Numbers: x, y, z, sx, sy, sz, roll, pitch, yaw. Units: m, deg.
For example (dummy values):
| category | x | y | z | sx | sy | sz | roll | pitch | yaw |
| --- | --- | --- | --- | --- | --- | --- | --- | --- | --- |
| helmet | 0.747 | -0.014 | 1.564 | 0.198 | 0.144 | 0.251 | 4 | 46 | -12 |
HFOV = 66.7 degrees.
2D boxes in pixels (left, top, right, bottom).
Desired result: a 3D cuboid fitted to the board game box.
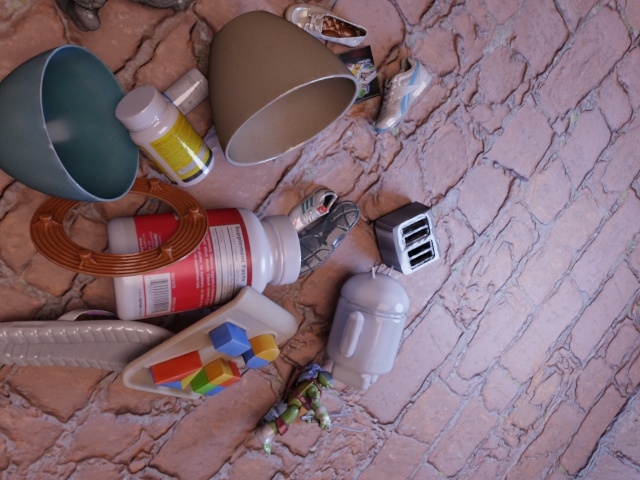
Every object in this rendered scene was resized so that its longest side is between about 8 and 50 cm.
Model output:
| category | x | y | z | sx | sy | sz | roll | pitch | yaw |
| --- | --- | --- | --- | --- | --- | --- | --- | --- | --- |
| board game box | 0.031 | -0.407 | 1.266 | 0.260 | 0.030 | 0.136 | -23 | 114 | -19 |

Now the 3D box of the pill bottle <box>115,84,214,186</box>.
| category | x | y | z | sx | sy | sz | roll | pitch | yaw |
| --- | --- | --- | --- | --- | --- | --- | --- | --- | --- |
| pill bottle | -0.332 | -0.222 | 1.050 | 0.119 | 0.119 | 0.208 | -45 | 141 | -9 |

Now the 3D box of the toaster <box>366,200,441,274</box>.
| category | x | y | z | sx | sy | sz | roll | pitch | yaw |
| --- | --- | --- | --- | --- | --- | --- | --- | --- | --- |
| toaster | 0.253 | -0.007 | 1.433 | 0.186 | 0.110 | 0.168 | -24 | 112 | -18 |

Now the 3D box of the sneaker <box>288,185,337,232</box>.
| category | x | y | z | sx | sy | sz | roll | pitch | yaw |
| --- | --- | --- | --- | --- | --- | --- | --- | --- | --- |
| sneaker | -0.021 | -0.081 | 1.299 | 0.161 | 0.075 | 0.057 | -45 | 118 | -9 |

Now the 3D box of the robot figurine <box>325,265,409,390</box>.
| category | x | y | z | sx | sy | sz | roll | pitch | yaw |
| --- | --- | --- | --- | --- | --- | --- | --- | --- | --- |
| robot figurine | 0.135 | 0.241 | 1.390 | 0.300 | 0.200 | 0.353 | -8 | 113 | -67 |

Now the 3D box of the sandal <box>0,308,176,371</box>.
| category | x | y | z | sx | sy | sz | roll | pitch | yaw |
| --- | --- | --- | --- | --- | --- | --- | --- | --- | --- |
| sandal | -0.522 | 0.212 | 1.111 | 0.417 | 0.102 | 0.169 | 7 | 130 | -17 |

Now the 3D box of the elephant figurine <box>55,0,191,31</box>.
| category | x | y | z | sx | sy | sz | roll | pitch | yaw |
| --- | --- | --- | --- | --- | --- | --- | --- | --- | --- |
| elephant figurine | -0.409 | -0.534 | 0.968 | 0.169 | 0.186 | 0.239 | 43 | 67 | 15 |

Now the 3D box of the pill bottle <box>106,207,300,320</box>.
| category | x | y | z | sx | sy | sz | roll | pitch | yaw |
| --- | --- | --- | --- | --- | --- | --- | --- | --- | --- |
| pill bottle | -0.265 | 0.042 | 1.127 | 0.408 | 0.229 | 0.228 | -7 | 106 | -25 |

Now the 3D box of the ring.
| category | x | y | z | sx | sy | sz | roll | pitch | yaw |
| --- | --- | --- | --- | --- | --- | --- | --- | --- | --- |
| ring | -0.399 | -0.047 | 0.987 | 0.337 | 0.336 | 0.032 | -6 | 131 | -24 |

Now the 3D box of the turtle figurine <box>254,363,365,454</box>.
| category | x | y | z | sx | sy | sz | roll | pitch | yaw |
| --- | --- | --- | --- | --- | --- | --- | --- | --- | --- |
| turtle figurine | -0.034 | 0.522 | 1.386 | 0.266 | 0.198 | 0.274 | -33 | 112 | -10 |

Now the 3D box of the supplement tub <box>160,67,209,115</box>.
| category | x | y | z | sx | sy | sz | roll | pitch | yaw |
| --- | --- | --- | --- | --- | --- | --- | --- | --- | --- |
| supplement tub | -0.305 | -0.330 | 1.099 | 0.107 | 0.071 | 0.071 | -44 | 118 | -10 |

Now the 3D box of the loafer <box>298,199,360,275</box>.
| category | x | y | z | sx | sy | sz | roll | pitch | yaw |
| --- | --- | --- | --- | --- | --- | --- | --- | --- | --- |
| loafer | 0.000 | 0.000 | 1.329 | 0.267 | 0.084 | 0.096 | -43 | 94 | -7 |

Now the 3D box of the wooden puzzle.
| category | x | y | z | sx | sy | sz | roll | pitch | yaw |
| --- | --- | --- | --- | --- | --- | --- | --- | --- | --- |
| wooden puzzle | -0.235 | 0.274 | 1.161 | 0.348 | 0.080 | 0.322 | -35 | 150 | 3 |

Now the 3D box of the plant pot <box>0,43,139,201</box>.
| category | x | y | z | sx | sy | sz | roll | pitch | yaw |
| --- | --- | --- | --- | --- | --- | --- | --- | --- | --- |
| plant pot | -0.517 | -0.208 | 0.939 | 0.196 | 0.290 | 0.290 | -6 | 109 | 10 |

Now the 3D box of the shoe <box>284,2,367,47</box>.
| category | x | y | z | sx | sy | sz | roll | pitch | yaw |
| --- | --- | --- | --- | --- | --- | --- | --- | --- | --- |
| shoe | 0.018 | -0.537 | 1.206 | 0.219 | 0.058 | 0.076 | 5 | 101 | -27 |

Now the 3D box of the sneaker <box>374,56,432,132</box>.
| category | x | y | z | sx | sy | sz | roll | pitch | yaw |
| --- | --- | --- | --- | --- | --- | --- | --- | --- | --- |
| sneaker | 0.207 | -0.394 | 1.329 | 0.092 | 0.087 | 0.228 | 38 | 78 | -22 |

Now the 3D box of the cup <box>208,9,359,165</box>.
| category | x | y | z | sx | sy | sz | roll | pitch | yaw |
| --- | --- | --- | --- | --- | --- | --- | --- | --- | --- |
| cup | -0.116 | -0.352 | 1.074 | 0.331 | 0.331 | 0.236 | -28 | 83 | -17 |
